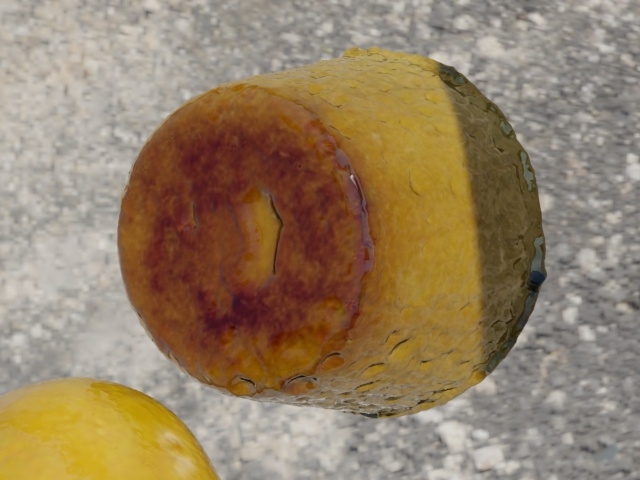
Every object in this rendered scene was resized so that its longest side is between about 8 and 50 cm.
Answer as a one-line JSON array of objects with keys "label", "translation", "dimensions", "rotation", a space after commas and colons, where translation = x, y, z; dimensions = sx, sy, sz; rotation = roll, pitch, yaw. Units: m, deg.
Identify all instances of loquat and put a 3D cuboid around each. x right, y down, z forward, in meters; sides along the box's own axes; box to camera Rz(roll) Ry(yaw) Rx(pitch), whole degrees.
[{"label": "loquat", "translation": [-0.101, 0.127, 0.573], "dimensions": [0.141, 0.141, 0.141], "rotation": [1, 91, 37]}]

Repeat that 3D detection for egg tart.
[{"label": "egg tart", "translation": [0.000, 0.000, 0.716], "dimensions": [0.203, 0.147, 0.202], "rotation": [2, 93, 29]}]
